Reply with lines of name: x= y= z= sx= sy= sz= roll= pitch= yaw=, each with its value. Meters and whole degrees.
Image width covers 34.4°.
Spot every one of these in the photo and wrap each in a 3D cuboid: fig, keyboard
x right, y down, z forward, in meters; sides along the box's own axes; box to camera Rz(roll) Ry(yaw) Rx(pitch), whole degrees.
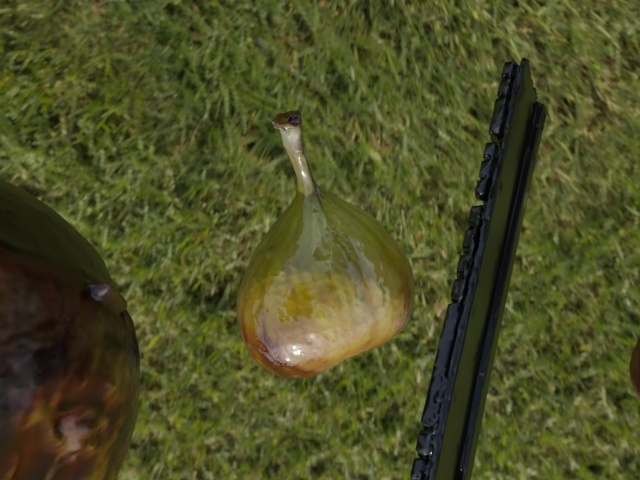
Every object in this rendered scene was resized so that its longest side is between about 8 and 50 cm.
fig: x=0.007 y=0.015 z=0.875 sx=0.160 sy=0.143 sz=0.230 roll=-17 pitch=141 yaw=-23
keyboard: x=0.077 y=0.026 z=0.513 sx=0.023 sy=0.072 sz=0.231 roll=9 pitch=78 yaw=21

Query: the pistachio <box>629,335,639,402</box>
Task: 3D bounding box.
pistachio: x=0.232 y=0.062 z=0.491 sx=0.165 sy=0.210 sz=0.130 roll=13 pitch=130 yaw=-4

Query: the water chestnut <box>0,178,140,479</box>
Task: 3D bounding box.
water chestnut: x=-0.250 y=0.109 z=0.495 sx=0.351 sy=0.302 sz=0.350 roll=-8 pitch=153 yaw=-4
